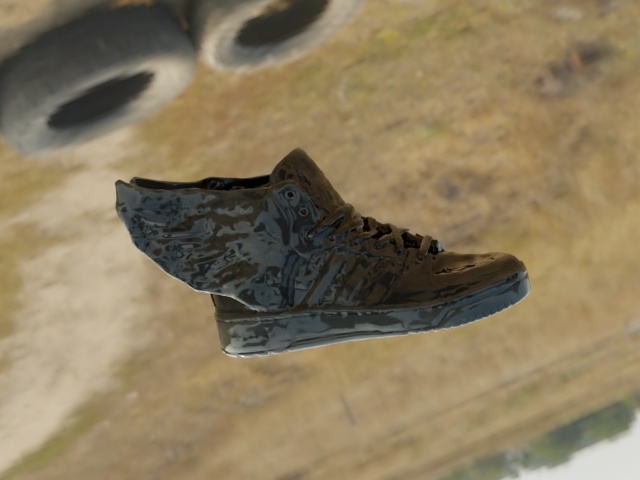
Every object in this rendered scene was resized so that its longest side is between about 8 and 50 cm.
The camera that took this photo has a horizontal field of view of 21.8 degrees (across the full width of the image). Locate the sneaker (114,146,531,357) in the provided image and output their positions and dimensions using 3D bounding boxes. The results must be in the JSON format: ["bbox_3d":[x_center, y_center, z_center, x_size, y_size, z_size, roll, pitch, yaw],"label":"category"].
[{"bbox_3d":[0.001,-0.001,0.729,0.170,0.089,0.051,-10,-171,13],"label":"sneaker"}]
